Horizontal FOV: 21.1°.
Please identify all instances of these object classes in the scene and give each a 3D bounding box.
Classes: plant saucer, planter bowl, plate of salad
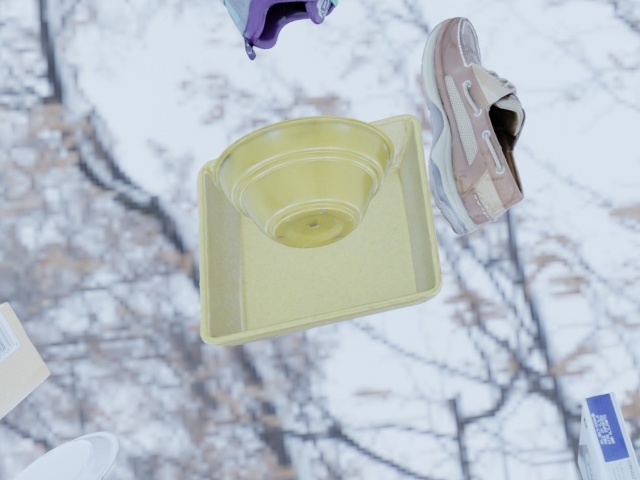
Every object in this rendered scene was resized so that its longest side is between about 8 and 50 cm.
[{"bbox_3d":[0.000,0.000,2.384,0.081,0.333,0.332,66,15,-49],"label":"plant saucer"},{"bbox_3d":[-0.013,-0.051,2.007,0.217,0.217,0.090,118,-33,-56],"label":"planter bowl"},{"bbox_3d":[-0.319,0.303,2.067,0.048,0.200,0.200,55,-11,-19],"label":"plate of salad"}]

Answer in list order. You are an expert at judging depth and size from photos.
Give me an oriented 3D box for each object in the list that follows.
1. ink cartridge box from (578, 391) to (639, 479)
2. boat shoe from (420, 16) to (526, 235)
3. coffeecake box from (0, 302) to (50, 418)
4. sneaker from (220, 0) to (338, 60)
[{"bbox_3d":[0.353,0.328,2.028,0.224,0.045,0.223,79,-1,-53],"label":"ink cartridge box"},{"bbox_3d":[0.203,-0.153,2.160,0.123,0.116,0.324,45,34,-48],"label":"boat shoe"},{"bbox_3d":[-0.314,0.124,1.257,0.185,0.142,0.068,-17,-72,38],"label":"coffeecake box"},{"bbox_3d":[0.016,-0.245,1.512,0.224,0.083,0.098,-31,-116,18],"label":"sneaker"}]
